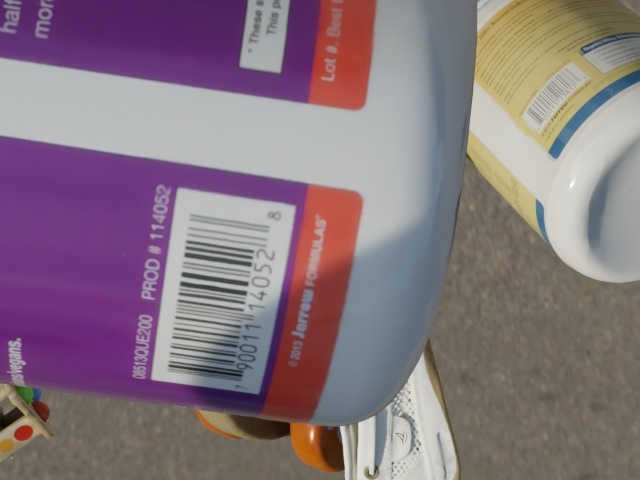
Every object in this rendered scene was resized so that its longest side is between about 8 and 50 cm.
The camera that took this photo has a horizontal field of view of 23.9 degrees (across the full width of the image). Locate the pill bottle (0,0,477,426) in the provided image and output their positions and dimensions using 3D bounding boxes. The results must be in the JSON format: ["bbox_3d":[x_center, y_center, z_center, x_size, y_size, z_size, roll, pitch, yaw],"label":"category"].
[{"bbox_3d":[-0.120,-0.045,0.504,0.323,0.181,0.181,8,123,-4],"label":"pill bottle"}]

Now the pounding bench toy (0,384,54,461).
[{"bbox_3d":[-0.231,0.110,1.039,0.065,0.052,0.083,-35,132,-3],"label":"pounding bench toy"}]

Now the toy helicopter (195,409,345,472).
[{"bbox_3d":[0.000,0.000,1.262,0.140,0.355,0.235,13,149,39],"label":"toy helicopter"}]

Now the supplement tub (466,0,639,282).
[{"bbox_3d":[0.165,-0.082,0.970,0.144,0.199,0.144,-16,130,-19],"label":"supplement tub"}]

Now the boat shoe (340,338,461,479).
[{"bbox_3d":[0.021,0.062,1.081,0.096,0.098,0.277,-17,97,-12],"label":"boat shoe"}]
